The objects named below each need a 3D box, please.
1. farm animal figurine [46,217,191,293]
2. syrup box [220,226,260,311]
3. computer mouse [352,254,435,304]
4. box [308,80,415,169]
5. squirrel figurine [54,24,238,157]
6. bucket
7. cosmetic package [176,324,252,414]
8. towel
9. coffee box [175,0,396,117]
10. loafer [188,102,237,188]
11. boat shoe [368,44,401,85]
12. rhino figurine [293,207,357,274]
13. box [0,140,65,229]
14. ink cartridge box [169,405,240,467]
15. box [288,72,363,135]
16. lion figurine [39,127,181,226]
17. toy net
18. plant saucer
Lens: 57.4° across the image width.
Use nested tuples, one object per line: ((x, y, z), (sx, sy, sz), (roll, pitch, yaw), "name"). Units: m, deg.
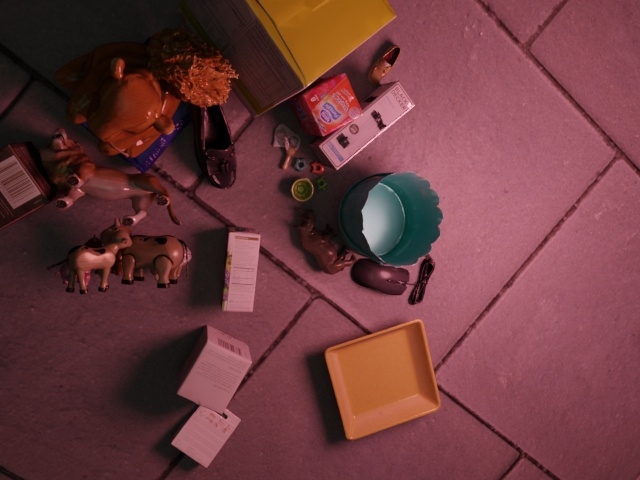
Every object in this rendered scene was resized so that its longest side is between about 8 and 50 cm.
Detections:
((-0.507, 0.030, 1.538), (0.326, 0.330, 0.172), (3, 96, -12), "farm animal figurine")
((-0.237, 0.084, 1.727), (0.096, 0.093, 0.237), (4, 100, -12), "syrup box")
((0.245, 0.094, 1.849), (0.262, 0.060, 0.184), (21, 97, -15), "computer mouse")
((0.114, -0.332, 1.683), (0.290, 0.169, 0.087), (-40, 106, -3), "box")
((-0.410, -0.369, 1.381), (0.397, 0.370, 0.281), (-34, 111, -6), "squirrel figurine")
((0.196, -0.063, 1.715), (0.281, 0.183, 0.281), (0, 91, -25), "bucket")
((-0.317, 0.381, 1.737), (0.151, 0.151, 0.184), (31, 93, -15), "cosmetic package")
((-0.477, -0.368, 1.603), (0.227, 0.076, 0.308), (42, 90, -23), "towel")
((-0.091, -0.565, 1.461), (0.337, 0.334, 0.338), (-43, 107, -22), "coffee box")
((-0.293, -0.275, 1.614), (0.109, 0.095, 0.302), (-21, 118, -22), "loafer")
((0.189, -0.520, 1.725), (0.050, 0.045, 0.135), (32, 93, -16), "boat shoe")
((0.000, 0.000, 1.773), (0.106, 0.073, 0.243), (-39, 105, -5), "rhino figurine")
((-0.795, -0.140, 1.506), (0.167, 0.203, 0.168), (-31, 105, -4), "box")
((-0.362, 0.596, 1.838), (0.145, 0.045, 0.179), (41, 72, -16), "ink cartridge box")
((0.007, -0.370, 1.605), (0.128, 0.257, 0.123), (-29, 107, -5), "box")
((-0.552, -0.151, 1.549), (0.392, 0.240, 0.142), (21, 111, -19), "lion figurine")
((-0.060, -0.237, 1.727), (0.122, 0.045, 0.232), (-22, 104, -7), "toy net")
((0.196, 0.438, 1.896), (0.333, 0.081, 0.333), (-16, 104, -9), "plant saucer")
